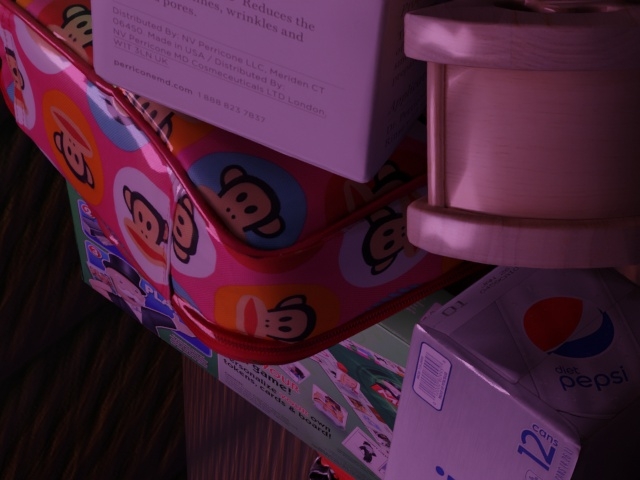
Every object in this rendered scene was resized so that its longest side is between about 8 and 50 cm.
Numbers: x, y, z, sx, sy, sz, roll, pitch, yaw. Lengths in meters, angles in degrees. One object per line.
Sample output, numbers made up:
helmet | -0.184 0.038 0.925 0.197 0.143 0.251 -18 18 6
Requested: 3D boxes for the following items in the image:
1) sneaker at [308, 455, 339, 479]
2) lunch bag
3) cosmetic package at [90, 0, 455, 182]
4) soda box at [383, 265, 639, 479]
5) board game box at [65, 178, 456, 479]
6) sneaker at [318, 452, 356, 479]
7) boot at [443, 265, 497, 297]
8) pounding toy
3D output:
sneaker | 0.020 0.178 1.335 0.158 0.065 0.061 -111 19 -55
lunch bag | -0.014 -0.091 0.864 0.293 0.258 0.120 47 150 33
cosmetic package | 0.016 -0.243 0.668 0.217 0.156 0.385 -53 -23 -42
soda box | 0.087 0.138 0.749 0.091 0.098 0.286 36 140 27
board game box | -0.032 0.042 1.021 0.317 0.046 0.213 34 151 18
sneaker | 0.014 0.123 1.189 0.107 0.118 0.279 -113 21 -63
boot | 0.000 0.000 1.045 0.305 0.112 0.115 -4 101 55
pounding toy | 0.098 -0.017 0.566 0.269 0.154 0.154 -124 31 -70
